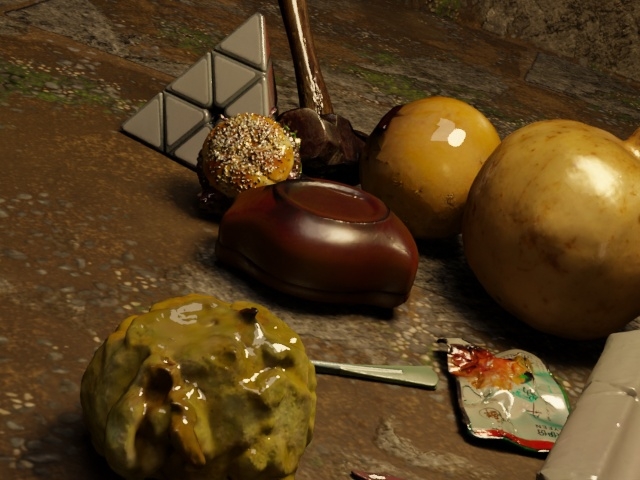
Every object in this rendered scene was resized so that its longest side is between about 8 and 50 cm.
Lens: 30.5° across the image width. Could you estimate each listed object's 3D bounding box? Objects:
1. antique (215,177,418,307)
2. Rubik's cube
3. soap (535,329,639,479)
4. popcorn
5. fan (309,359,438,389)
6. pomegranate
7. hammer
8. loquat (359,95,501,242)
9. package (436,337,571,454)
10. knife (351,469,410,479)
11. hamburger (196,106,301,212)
[{"bbox_3d":[0.000,0.000,1.607,0.278,0.129,0.223,18,25,6],"label":"antique"},{"bbox_3d":[-0.141,-0.193,1.929,0.233,0.229,0.228,48,61,-16],"label":"Rubik's cube"},{"bbox_3d":[0.411,0.250,1.128,0.350,0.213,0.435,0,16,21],"label":"soap"},{"bbox_3d":[-0.115,0.142,1.123,0.233,0.192,0.266,21,18,9],"label":"popcorn"},{"bbox_3d":[0.057,0.159,1.432,0.193,0.016,0.038,8,27,-22],"label":"fan"},{"bbox_3d":[0.379,-0.032,1.691,0.342,0.342,0.342,15,23,-7],"label":"pomegranate"},{"bbox_3d":[-0.028,-0.295,1.923,0.095,0.408,0.242,-18,-10,21],"label":"hammer"},{"bbox_3d":[0.175,-0.112,1.867,0.235,0.235,0.235,15,23,-7],"label":"loquat"},{"bbox_3d":[0.238,0.188,1.471,0.166,0.040,0.232,14,24,-11],"label":"package"},{"bbox_3d":[0.151,0.278,1.235,0.247,0.018,0.035,14,26,-2],"label":"knife"},{"bbox_3d":[-0.106,-0.110,1.728,0.164,0.093,0.189,-6,68,1],"label":"hamburger"}]
